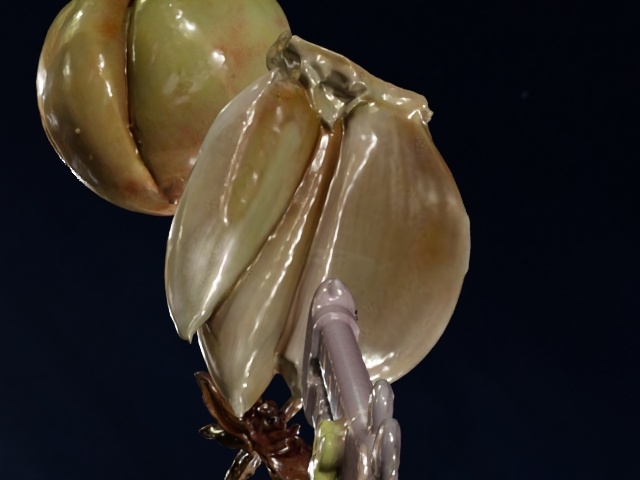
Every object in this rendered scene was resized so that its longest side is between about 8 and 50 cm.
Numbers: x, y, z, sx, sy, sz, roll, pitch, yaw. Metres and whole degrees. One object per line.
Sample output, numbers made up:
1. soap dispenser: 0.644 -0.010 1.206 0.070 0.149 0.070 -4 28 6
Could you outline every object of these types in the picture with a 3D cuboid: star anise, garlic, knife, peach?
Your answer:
1. star anise: -0.040 0.176 1.674 0.140 0.144 0.158 0 -62 35
2. garlic: 0.000 0.000 1.403 0.279 0.325 0.132 20 -7 -26
3. knife: 0.010 0.104 0.908 0.038 0.132 0.398 8 11 -4
4. peach: -0.167 -0.164 1.810 0.292 0.292 0.247 35 -6 19
